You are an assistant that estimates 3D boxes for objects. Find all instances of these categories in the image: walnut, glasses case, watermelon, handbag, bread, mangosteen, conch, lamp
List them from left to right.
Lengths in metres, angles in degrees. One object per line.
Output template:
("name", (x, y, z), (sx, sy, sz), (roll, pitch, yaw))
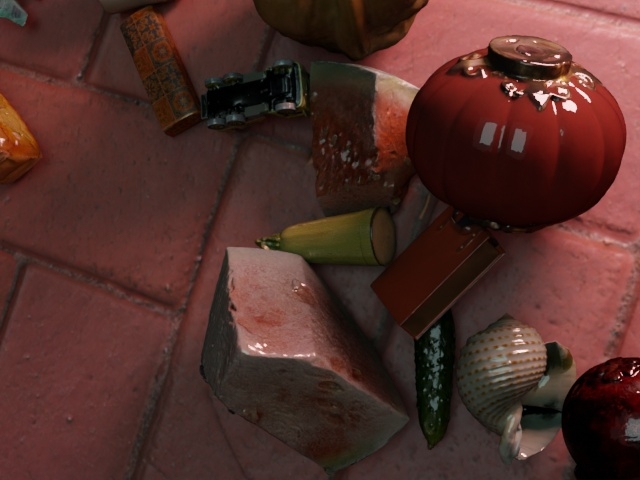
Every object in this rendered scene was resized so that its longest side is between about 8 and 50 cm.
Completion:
("bread", (-0.627, -0.223, 1.568), (0.119, 0.152, 0.288), (-46, 74, 12))
("glasses case", (-0.275, -0.294, 1.527), (0.075, 0.049, 0.218), (-27, 77, 11))
("watermelon", (-0.063, 0.176, 1.304), (0.228, 0.258, 0.387), (-45, 74, 11))
("walnut", (0.039, -0.413, 1.341), (0.282, 0.277, 0.253), (17, 94, 6))
("watermelon", (0.068, -0.142, 1.391), (0.192, 0.140, 0.257), (15, 96, 25))
("handbag", (0.175, 0.043, 1.326), (0.190, 0.063, 0.127), (-46, 31, 6))
("conch", (0.267, 0.207, 1.269), (0.131, 0.172, 0.200), (21, 99, 50))
("lamp", (0.271, -0.148, 1.236), (0.303, 0.303, 0.257), (14, 125, 17))
("mangosteen", (0.426, 0.258, 1.192), (0.209, 0.210, 0.210), (-2, 83, 16))

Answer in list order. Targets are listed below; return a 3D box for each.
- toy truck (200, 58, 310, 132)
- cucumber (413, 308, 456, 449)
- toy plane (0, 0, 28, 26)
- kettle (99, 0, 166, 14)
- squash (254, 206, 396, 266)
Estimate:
("toy truck", (-0.096, -0.226, 1.437), (0.191, 0.116, 0.085), (-9, 81, 24))
("cucumber", (0.173, 0.203, 1.336), (0.069, 0.069, 0.228), (0, 85, 16))
("toy plane", (-0.521, -0.580, 1.609), (0.155, 0.106, 0.382), (29, 87, 5))
("kettle", (-0.308, -0.462, 1.543), (0.148, 0.127, 0.098), (-8, 113, 12))
("squash", (0.000, 0.000, 1.395), (0.224, 0.094, 0.094), (-3, 83, 21))
